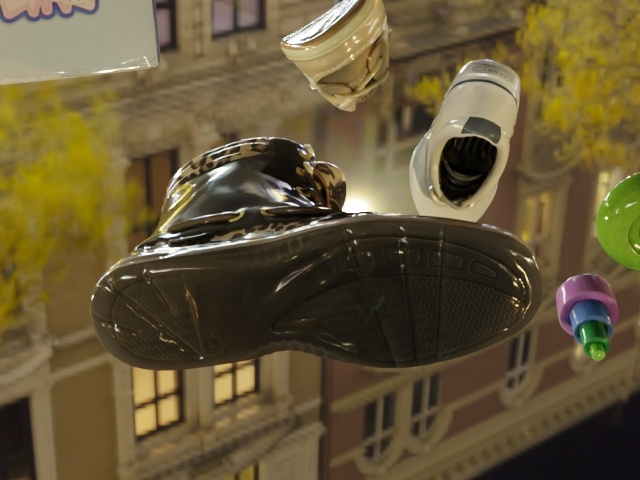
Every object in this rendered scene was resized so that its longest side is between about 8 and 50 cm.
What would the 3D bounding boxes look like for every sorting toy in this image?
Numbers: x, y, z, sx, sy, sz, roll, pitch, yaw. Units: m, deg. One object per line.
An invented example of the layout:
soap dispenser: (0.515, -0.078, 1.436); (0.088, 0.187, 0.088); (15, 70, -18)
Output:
sorting toy: (0.367, -0.008, 1.282); (0.127, 0.365, 0.126); (26, -149, -16)

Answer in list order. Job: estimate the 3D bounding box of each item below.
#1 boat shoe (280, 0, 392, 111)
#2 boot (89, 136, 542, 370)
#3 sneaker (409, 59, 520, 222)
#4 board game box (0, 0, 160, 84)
boat shoe: (0.029, -0.185, 1.259); (0.109, 0.098, 0.302); (-33, -172, 3)
boot: (0.000, 0.000, 1.158); (0.377, 0.138, 0.284); (-8, -157, 7)
sneaker: (0.131, -0.068, 1.242); (0.094, 0.258, 0.091); (17, -120, 7)
board game box: (-0.136, -0.219, 0.461); (0.065, 0.318, 0.318); (-8, -169, -19)
